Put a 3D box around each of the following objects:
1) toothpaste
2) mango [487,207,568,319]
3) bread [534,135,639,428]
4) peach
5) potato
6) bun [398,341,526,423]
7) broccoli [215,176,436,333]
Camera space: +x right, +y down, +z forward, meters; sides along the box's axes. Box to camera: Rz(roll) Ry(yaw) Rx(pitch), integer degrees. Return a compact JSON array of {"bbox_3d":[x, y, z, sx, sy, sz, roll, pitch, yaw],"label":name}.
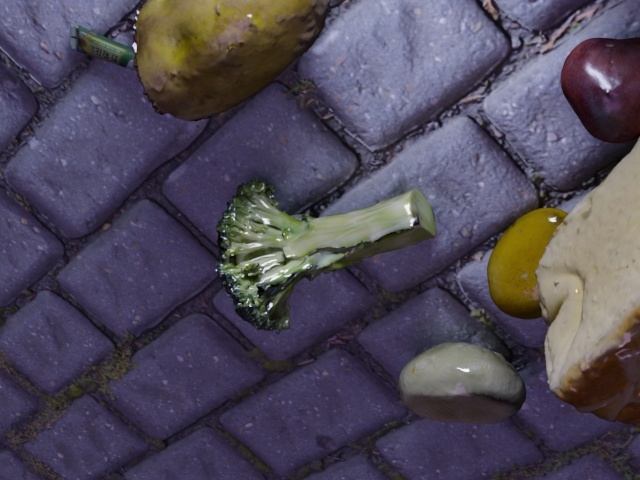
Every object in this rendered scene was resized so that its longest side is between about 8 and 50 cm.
[{"bbox_3d":[-0.319,-0.301,1.654,0.204,0.031,0.049,22,131,9],"label":"toothpaste"},{"bbox_3d":[0.338,0.034,1.580,0.137,0.098,0.195,47,124,25],"label":"mango"},{"bbox_3d":[0.527,0.066,1.364,0.371,0.279,0.390,15,133,-20],"label":"bread"},{"bbox_3d":[0.395,-0.208,1.347,0.152,0.152,0.152,12,129,15],"label":"peach"},{"bbox_3d":[-0.111,-0.308,1.443,0.266,0.229,0.229,-15,118,36],"label":"potato"},{"bbox_3d":[0.249,0.241,1.778,0.223,0.127,0.222,4,154,2],"label":"bun"},{"bbox_3d":[0.000,-0.009,1.672,0.362,0.252,0.221,-27,121,-1],"label":"broccoli"}]
